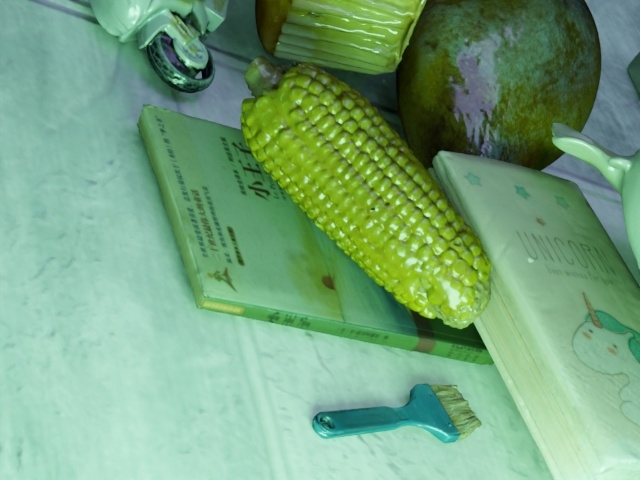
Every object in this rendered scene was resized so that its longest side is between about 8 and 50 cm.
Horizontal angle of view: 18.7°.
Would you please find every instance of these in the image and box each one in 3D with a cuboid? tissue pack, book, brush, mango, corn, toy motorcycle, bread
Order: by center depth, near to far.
[{"bbox_3d":[0.055,0.129,1.419,0.164,0.014,0.051,0,46,-45],"label":"brush"},{"bbox_3d":[0.033,-0.039,1.486,0.262,0.097,0.097,49,32,6],"label":"corn"},{"bbox_3d":[0.000,0.000,1.518,0.289,0.026,0.201,13,41,-36],"label":"book"},{"bbox_3d":[0.201,0.074,1.537,0.170,0.071,0.325,8,42,-37],"label":"tissue pack"},{"bbox_3d":[-0.140,-0.223,1.620,0.151,0.074,0.229,29,41,-25],"label":"toy motorcycle"},{"bbox_3d":[0.024,-0.270,1.713,0.156,0.204,0.288,17,36,-5],"label":"bread"},{"bbox_3d":[0.154,-0.141,1.757,0.193,0.146,0.316,39,46,-14],"label":"mango"}]

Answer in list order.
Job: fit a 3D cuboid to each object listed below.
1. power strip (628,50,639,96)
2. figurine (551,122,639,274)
[{"bbox_3d":[0.497,-0.119,2.162,0.367,0.043,0.106,19,36,-28],"label":"power strip"},{"bbox_3d":[0.315,-0.030,1.652,0.274,0.227,0.394,30,0,3],"label":"figurine"}]
